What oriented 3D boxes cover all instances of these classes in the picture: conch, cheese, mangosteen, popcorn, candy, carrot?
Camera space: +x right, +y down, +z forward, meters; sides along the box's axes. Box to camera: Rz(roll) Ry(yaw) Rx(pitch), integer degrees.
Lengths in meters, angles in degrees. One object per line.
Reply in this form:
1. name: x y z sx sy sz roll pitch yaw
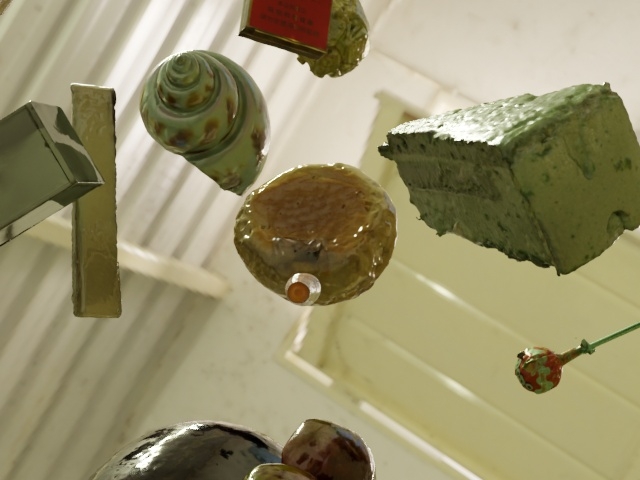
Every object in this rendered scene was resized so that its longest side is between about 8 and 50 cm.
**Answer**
1. conch: -0.200 -0.221 2.170 0.197 0.249 0.368 -36 -18 18
2. cheese: -0.381 -0.068 2.065 0.085 0.034 0.400 1 -101 -29
3. mangosteen: -0.110 0.376 1.425 0.435 0.382 0.382 -41 -12 34
4. popcorn: 0.012 -0.278 1.636 0.120 0.116 0.106 -63 -1 6
5. candy: 0.315 0.125 1.441 0.185 0.055 0.049 -24 -16 1
6. carrot: -0.017 0.045 1.107 0.032 0.032 0.093 -59 -2 3

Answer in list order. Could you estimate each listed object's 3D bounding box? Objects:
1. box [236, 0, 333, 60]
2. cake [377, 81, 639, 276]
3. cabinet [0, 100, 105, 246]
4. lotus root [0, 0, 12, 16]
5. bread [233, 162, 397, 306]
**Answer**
1. box: -0.031 -0.253 1.237 0.023 0.090 0.133 -31 47 58
2. cake: 0.134 -0.050 0.874 0.099 0.235 0.100 -28 -76 -13
3. cabinet: -0.476 -0.099 1.917 0.206 0.145 0.150 -31 -1 7
4. lotus root: -0.287 -0.236 0.921 0.160 0.146 0.284 82 -153 -52
5. bread: 0.000 0.000 1.805 0.244 0.244 0.134 -48 -32 -23
